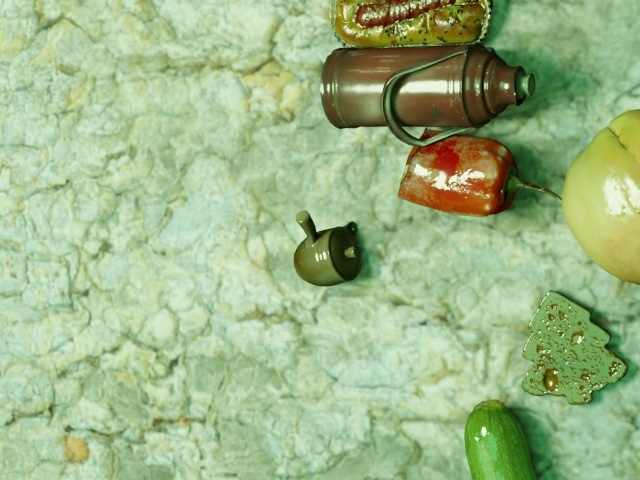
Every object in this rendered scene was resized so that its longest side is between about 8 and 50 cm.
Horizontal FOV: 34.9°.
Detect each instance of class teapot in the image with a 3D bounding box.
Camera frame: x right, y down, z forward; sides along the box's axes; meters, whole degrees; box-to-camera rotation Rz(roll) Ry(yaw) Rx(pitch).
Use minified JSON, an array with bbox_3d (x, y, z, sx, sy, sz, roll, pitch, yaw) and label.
[{"bbox_3d":[0.000,0.000,1.190,0.080,0.110,0.085,-16,42,34],"label":"teapot"}]

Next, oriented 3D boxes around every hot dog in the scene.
[{"bbox_3d":[0.101,-0.270,1.158,0.191,0.059,0.108,1,99,19],"label":"hot dog"}]

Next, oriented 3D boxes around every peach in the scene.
[{"bbox_3d":[0.339,-0.039,1.014,0.184,0.184,0.184,1,93,21],"label":"peach"}]

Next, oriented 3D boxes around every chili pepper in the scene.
[{"bbox_3d":[0.178,-0.067,1.123,0.192,0.084,0.086,16,126,22],"label":"chili pepper"}]

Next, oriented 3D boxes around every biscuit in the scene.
[{"bbox_3d":[0.274,0.117,1.125,0.119,0.019,0.130,-13,88,22],"label":"biscuit"}]

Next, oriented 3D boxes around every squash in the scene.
[{"bbox_3d":[0.215,0.284,1.129,0.077,0.068,0.219,-25,84,19],"label":"squash"}]

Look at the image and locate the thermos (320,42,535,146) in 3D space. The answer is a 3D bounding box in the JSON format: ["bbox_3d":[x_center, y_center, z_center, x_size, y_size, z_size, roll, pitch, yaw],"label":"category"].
[{"bbox_3d":[0.123,-0.171,1.113,0.232,0.124,0.099,3,134,31],"label":"thermos"}]
